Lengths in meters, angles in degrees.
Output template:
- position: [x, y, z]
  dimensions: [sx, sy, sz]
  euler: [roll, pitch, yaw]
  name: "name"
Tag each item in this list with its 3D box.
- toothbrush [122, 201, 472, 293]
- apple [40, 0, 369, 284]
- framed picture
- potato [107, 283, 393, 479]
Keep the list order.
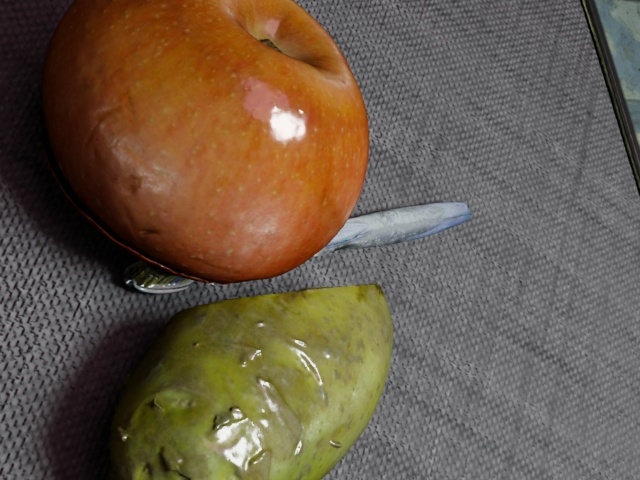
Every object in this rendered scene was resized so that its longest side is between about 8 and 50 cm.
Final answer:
- position: [0.000, 0.000, 0.985]
  dimensions: [0.413, 0.042, 0.035]
  euler: [-12, 79, -39]
  name: "toothbrush"
- position: [-0.085, -0.102, 0.842]
  dimensions: [0.252, 0.206, 0.272]
  euler: [-13, 60, -43]
  name: "apple"
- position: [0.481, -0.172, 1.394]
  dimensions: [0.265, 0.016, 0.347]
  euler: [-3, 74, -35]
  name: "framed picture"
- position: [-0.049, 0.120, 0.845]
  dimensions: [0.298, 0.141, 0.176]
  euler: [-38, 108, -45]
  name: "potato"
